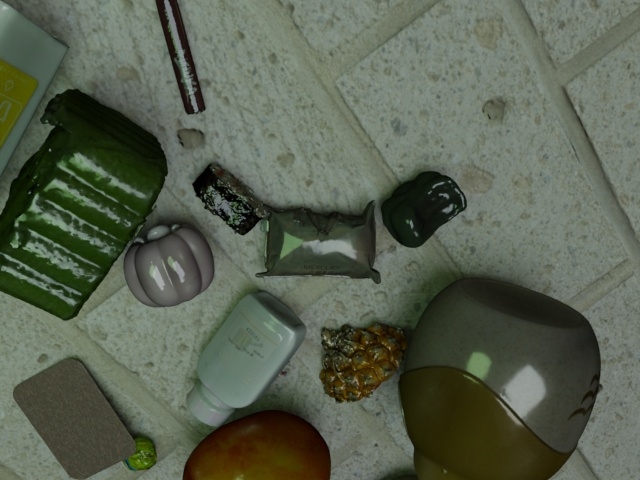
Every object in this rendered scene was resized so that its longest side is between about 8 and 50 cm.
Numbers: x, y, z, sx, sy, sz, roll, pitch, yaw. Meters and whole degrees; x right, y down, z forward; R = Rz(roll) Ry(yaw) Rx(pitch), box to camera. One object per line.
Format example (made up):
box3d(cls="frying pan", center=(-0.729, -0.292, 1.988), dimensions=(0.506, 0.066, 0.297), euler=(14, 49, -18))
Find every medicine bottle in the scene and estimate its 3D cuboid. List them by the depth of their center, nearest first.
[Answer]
box3d(cls="medicine bottle", center=(-0.171, 0.264, 1.314), dimensions=(0.161, 0.111, 0.296), euler=(38, 99, 16))

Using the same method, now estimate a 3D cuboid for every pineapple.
box3d(cls="pineapple", center=(0.081, 0.270, 1.376), dimensions=(0.250, 0.139, 0.164), euler=(-33, 113, 5))

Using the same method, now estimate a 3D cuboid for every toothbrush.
box3d(cls="toothbrush", center=(-0.272, -0.406, 1.081), dimensions=(0.041, 0.041, 0.363), euler=(-15, 113, -6))

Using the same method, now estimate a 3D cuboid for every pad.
box3d(cls="pad", center=(-0.542, 0.399, 1.322), dimensions=(0.176, 0.002, 0.266), euler=(-28, 102, 5))

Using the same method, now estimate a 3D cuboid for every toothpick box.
box3d(cls="toothpick box", center=(0.371, 0.325, 1.317), dimensions=(0.410, 0.409, 0.424), euler=(9, 104, -16))

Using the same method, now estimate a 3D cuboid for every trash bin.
box3d(cls="trash bin", center=(-0.617, -0.241, 0.951), dimensions=(0.296, 0.256, 0.367), euler=(34, 91, 10))

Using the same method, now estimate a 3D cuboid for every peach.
box3d(cls="peach", center=(-0.141, 0.527, 1.333), dimensions=(0.333, 0.307, 0.307), euler=(-2, 111, -9))

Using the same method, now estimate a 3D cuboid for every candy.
box3d(cls="candy", center=(-0.465, 0.424, 1.358), dimensions=(0.077, 0.073, 0.262), euler=(-32, 108, 0))

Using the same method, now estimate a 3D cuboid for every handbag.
box3d(cls="handbag", center=(0.000, 0.000, 1.262), dimensions=(0.271, 0.117, 0.182), euler=(2, 96, -5))

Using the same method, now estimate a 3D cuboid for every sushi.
box3d(cls="sushi", center=(-0.182, -0.085, 1.198), dimensions=(0.150, 0.090, 0.078), euler=(43, 105, -12))

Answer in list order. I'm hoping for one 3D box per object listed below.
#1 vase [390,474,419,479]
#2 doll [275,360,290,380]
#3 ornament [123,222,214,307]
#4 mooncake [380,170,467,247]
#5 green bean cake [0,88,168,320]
box3d(cls="vase", center=(0.291, 0.743, 1.516), dimensions=(0.330, 0.302, 0.240), euler=(-31, 113, 0))
box3d(cls="doll", center=(-0.127, 0.286, 1.385), dimensions=(0.114, 0.039, 0.057), euler=(19, 108, -18))
box3d(cls="ornament", center=(-0.300, 0.042, 1.181), dimensions=(0.178, 0.177, 0.177), euler=(-4, 112, -11))
box3d(cls="mooncake", center=(0.215, -0.066, 1.254), dimensions=(0.169, 0.175, 0.104), euler=(-8, 126, 36))
box3d(cls="green bean cake", center=(-0.426, -0.068, 1.020), dimensions=(0.218, 0.335, 0.319), euler=(33, 98, -23))
